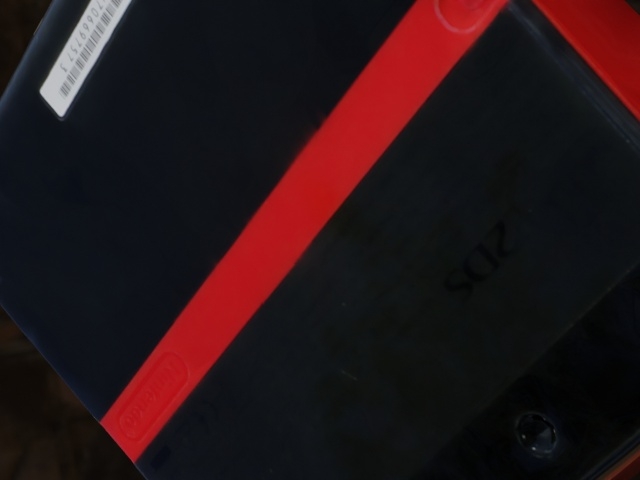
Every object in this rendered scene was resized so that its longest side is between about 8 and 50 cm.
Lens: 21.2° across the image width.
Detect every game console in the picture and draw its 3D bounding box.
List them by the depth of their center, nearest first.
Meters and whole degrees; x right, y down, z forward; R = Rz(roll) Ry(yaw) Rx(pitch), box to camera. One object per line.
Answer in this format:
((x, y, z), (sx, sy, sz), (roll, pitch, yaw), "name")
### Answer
((0.000, 0.000, 0.776), (0.342, 0.060, 0.386), (49, 134, 11), "game console")
